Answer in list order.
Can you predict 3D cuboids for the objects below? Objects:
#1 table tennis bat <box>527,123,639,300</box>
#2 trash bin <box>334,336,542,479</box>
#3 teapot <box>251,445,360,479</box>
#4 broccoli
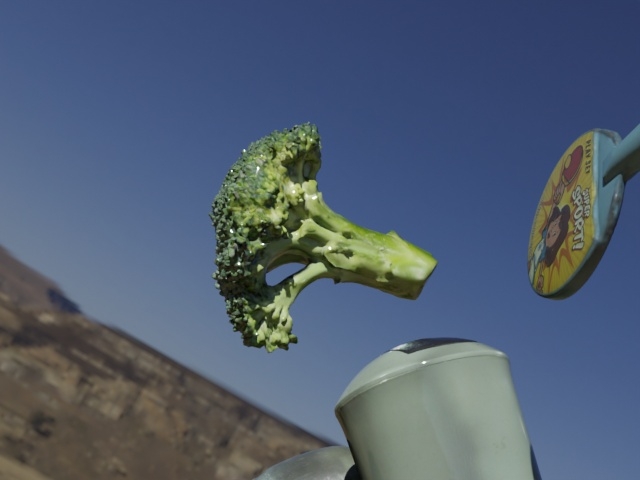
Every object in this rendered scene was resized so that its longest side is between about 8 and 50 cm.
[{"bbox_3d":[0.335,-0.053,1.588,0.044,0.215,0.329,17,-33,-12],"label":"table tennis bat"},{"bbox_3d":[0.196,0.357,1.922,0.280,0.280,0.432,57,15,-68],"label":"trash bin"},{"bbox_3d":[0.050,0.480,2.160,0.322,0.239,0.239,63,-9,-24],"label":"teapot"},{"bbox_3d":[-0.005,-0.033,2.233,0.275,0.396,0.353,-135,-145,-65],"label":"broccoli"}]
